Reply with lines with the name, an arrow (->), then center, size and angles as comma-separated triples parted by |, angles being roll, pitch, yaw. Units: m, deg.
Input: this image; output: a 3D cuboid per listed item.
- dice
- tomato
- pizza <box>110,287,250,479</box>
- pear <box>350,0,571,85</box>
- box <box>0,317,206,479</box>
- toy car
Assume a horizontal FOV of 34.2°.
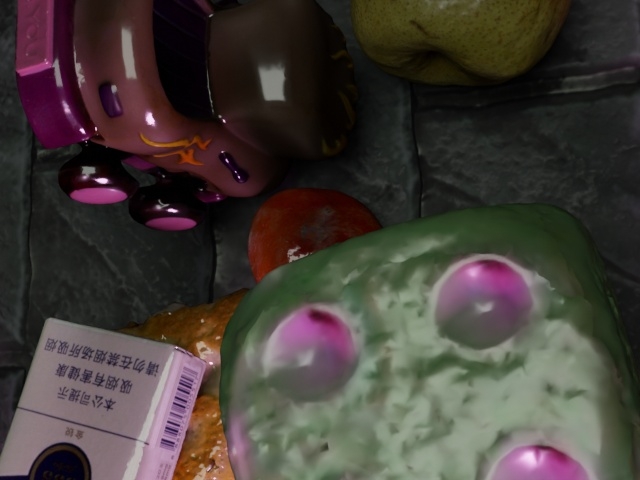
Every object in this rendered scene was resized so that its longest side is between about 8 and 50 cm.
dice -> 0.115, 0.170, 0.886 | 0.330, 0.318, 0.322 | -19, 70, 15
tomato -> 0.000, 0.000, 1.078 | 0.156, 0.069, 0.155 | 2, 58, -2
pizza -> -0.195, 0.209, 1.087 | 0.278, 0.114, 0.408 | 27, 78, 33
pear -> 0.142, -0.268, 1.051 | 0.229, 0.188, 0.211 | 10, 84, 25
box -> -0.226, 0.215, 0.999 | 0.168, 0.071, 0.259 | 9, 73, 24
toy car -> -0.120, -0.166, 1.045 | 0.240, 0.341, 0.271 | -10, 75, 27
